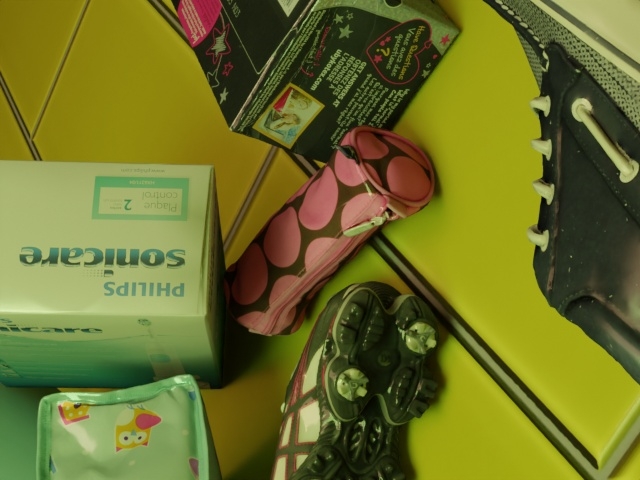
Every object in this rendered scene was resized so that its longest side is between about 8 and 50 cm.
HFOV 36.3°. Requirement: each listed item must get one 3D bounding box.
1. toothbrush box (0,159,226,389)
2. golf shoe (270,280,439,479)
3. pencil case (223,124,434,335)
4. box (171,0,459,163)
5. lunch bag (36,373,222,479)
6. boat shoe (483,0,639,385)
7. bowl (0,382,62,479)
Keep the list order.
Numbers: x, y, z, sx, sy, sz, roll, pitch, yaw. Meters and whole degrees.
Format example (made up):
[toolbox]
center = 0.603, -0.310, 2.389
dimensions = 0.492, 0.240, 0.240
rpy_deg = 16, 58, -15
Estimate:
[toothbrush box]
center = -0.193, 0.043, 0.839
dimensions = 0.295, 0.216, 0.126
rpy_deg = 98, 173, -72
[golf shoe]
center = 0.012, 0.164, 0.746
dimensions = 0.272, 0.105, 0.120
rpy_deg = -71, 18, -2
[pencil case]
center = 0.000, 0.000, 0.805
dimensions = 0.209, 0.095, 0.098
rpy_deg = -48, 38, 37
[box]
center = -0.016, -0.208, 0.859
dimensions = 0.163, 0.142, 0.247
rpy_deg = -53, 42, 26
[lunch bag]
center = -0.133, 0.274, 0.769
dimensions = 0.223, 0.160, 0.262
rpy_deg = 89, 168, -49
[boat shoe]
center = 0.159, -0.053, 0.572
dimensions = 0.158, 0.127, 0.340
rpy_deg = -52, 42, 18
[bowl]
center = -0.303, 0.284, 0.989
dimensions = 0.163, 0.311, 0.311
rpy_deg = 14, 89, 11
